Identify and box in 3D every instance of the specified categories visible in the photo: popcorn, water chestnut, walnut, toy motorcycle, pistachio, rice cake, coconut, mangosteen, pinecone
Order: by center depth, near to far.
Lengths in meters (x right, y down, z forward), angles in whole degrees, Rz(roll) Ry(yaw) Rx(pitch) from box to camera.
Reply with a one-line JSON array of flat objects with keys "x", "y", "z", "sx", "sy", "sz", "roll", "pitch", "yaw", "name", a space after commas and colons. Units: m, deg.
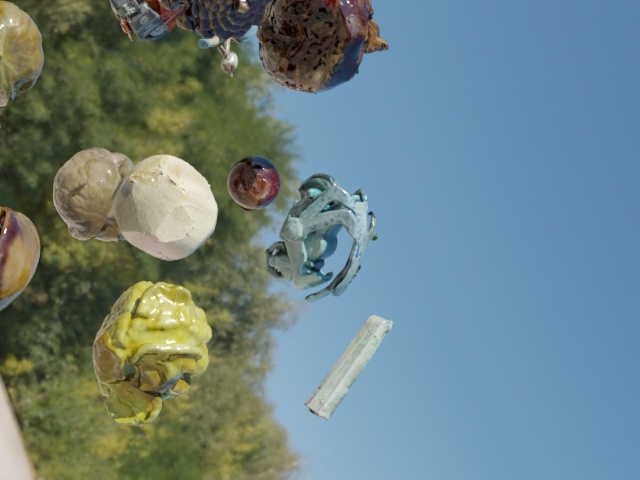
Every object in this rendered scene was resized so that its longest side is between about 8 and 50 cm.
[{"x": -0.480, "y": 0.035, "z": 1.388, "sx": 0.210, "sy": 0.130, "sz": 0.165, "roll": -89, "pitch": -163, "yaw": -45, "name": "pistachio"}, {"x": -0.172, "y": -0.426, "z": 1.541, "sx": 0.208, "sy": 0.207, "sz": 0.208, "roll": 57, "pitch": -21, "yaw": 36, "name": "pinecone"}, {"x": -0.277, "y": 0.181, "z": 1.583, "sx": 0.235, "sy": 0.181, "sz": 0.217, "roll": -49, "pitch": -165, "yaw": 38, "name": "popcorn"}, {"x": 0.049, "y": 0.209, "z": 1.621, "sx": 0.043, "sy": 0.211, "sz": 0.034, "roll": 15, "pitch": -30, "yaw": 44, "name": "rice cake"}, {"x": -0.294, "y": -0.548, "z": 1.965, "sx": 0.148, "sy": 0.325, "sz": 0.221, "roll": 56, "pitch": 4, "yaw": 35, "name": "toy motorcycle"}, {"x": 0.000, "y": 0.000, "z": 1.981, "sx": 0.206, "sy": 0.154, "sz": 0.260, "roll": 38, "pitch": -70, "yaw": 27, "name": "toy motorcycle"}, {"x": -0.732, "y": -0.420, "z": 2.099, "sx": 0.283, "sy": 0.227, "sz": 0.283, "roll": 44, "pitch": -32, "yaw": 37, "name": "walnut"}, {"x": -0.355, "y": -0.075, "z": 2.162, "sx": 0.230, "sy": 0.227, "sz": 0.227, "roll": 35, "pitch": 20, "yaw": -55, "name": "coconut"}, {"x": 0.023, "y": -0.518, "z": 2.375, "sx": 0.335, "sy": 0.347, "sz": 0.335, "roll": -164, "pitch": -90, "yaw": -70, "name": "water chestnut"}, {"x": -0.558, "y": -0.110, "z": 2.447, "sx": 0.248, "sy": 0.248, "sz": 0.248, "roll": 57, "pitch": -21, "yaw": 36, "name": "walnut"}, {"x": -0.197, "y": -0.164, "z": 2.670, "sx": 0.146, "sy": 0.156, "sz": 0.181, "roll": 28, "pitch": 2, "yaw": -33, "name": "mangosteen"}]

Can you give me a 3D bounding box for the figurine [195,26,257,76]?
[{"x": -0.244, "y": -0.546, "z": 2.571, "sx": 0.205, "sy": 0.103, "sz": 0.260, "roll": 68, "pitch": 27, "yaw": -11, "name": "figurine"}]
